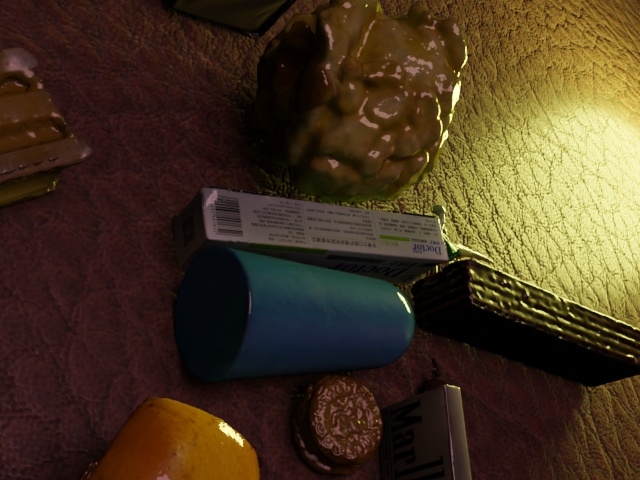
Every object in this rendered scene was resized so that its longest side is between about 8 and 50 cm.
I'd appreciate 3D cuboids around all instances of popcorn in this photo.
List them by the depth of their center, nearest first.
[{"bbox_3d":[0.041,-0.183,0.926,0.237,0.293,0.293,2,63,-19],"label":"popcorn"}]

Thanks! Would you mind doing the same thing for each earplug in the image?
[{"bbox_3d":[-0.006,0.086,0.815,0.273,0.132,0.132,9,60,-41],"label":"earplug"}]

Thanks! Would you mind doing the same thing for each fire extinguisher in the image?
[{"bbox_3d":[0.141,0.215,0.917,0.056,0.039,0.132,60,31,-44],"label":"fire extinguisher"}]

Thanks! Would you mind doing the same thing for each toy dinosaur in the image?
[{"bbox_3d":[0.169,0.020,1.059,0.187,0.044,0.106,40,52,-25],"label":"toy dinosaur"}]

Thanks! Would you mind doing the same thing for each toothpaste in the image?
[{"bbox_3d":[0.000,0.000,0.883,0.337,0.081,0.067,6,62,-34],"label":"toothpaste"}]

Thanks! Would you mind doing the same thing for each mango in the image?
[{"bbox_3d":[-0.136,0.262,0.568,0.138,0.187,0.257,11,59,9],"label":"mango"}]

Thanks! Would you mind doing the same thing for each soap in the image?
[{"bbox_3d":[-0.342,-0.087,0.667,0.233,0.076,0.135,-28,85,-46],"label":"soap"}]

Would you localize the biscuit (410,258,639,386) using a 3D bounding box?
[{"bbox_3d":[0.302,0.125,1.056,0.388,0.107,0.073,22,56,-29],"label":"biscuit"}]

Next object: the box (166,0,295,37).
[{"bbox_3d":[-0.123,-0.429,0.976,0.153,0.188,0.252,1,67,-40],"label":"box"}]

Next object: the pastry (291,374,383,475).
[{"bbox_3d":[0.020,0.200,0.812,0.097,0.057,0.109,-17,76,-43],"label":"pastry"}]

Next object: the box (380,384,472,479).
[{"bbox_3d":[0.112,0.257,0.814,0.036,0.115,0.177,20,53,-32],"label":"box"}]
